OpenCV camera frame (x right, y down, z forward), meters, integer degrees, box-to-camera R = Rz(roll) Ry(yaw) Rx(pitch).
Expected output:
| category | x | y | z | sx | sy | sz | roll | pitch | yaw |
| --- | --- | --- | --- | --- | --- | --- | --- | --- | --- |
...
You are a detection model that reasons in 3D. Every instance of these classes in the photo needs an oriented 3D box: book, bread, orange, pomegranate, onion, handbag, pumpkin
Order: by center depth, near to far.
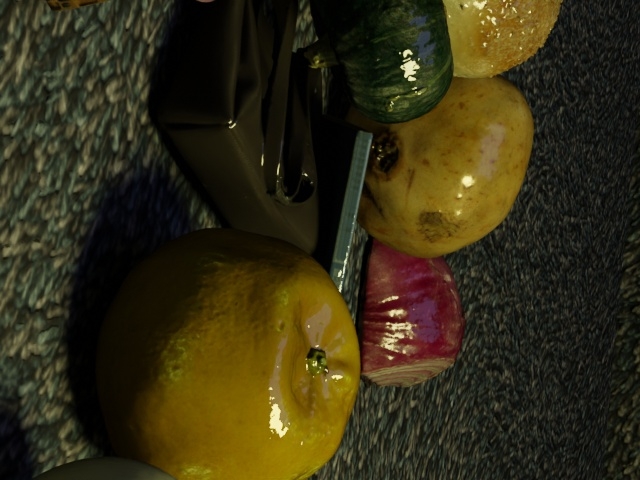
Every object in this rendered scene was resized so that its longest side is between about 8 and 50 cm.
| category | x | y | z | sx | sy | sz | roll | pitch | yaw |
| --- | --- | --- | --- | --- | --- | --- | --- | --- | --- |
| orange | -0.086 | 0.124 | 1.785 | 0.279 | 0.235 | 0.279 | -4 | 90 | -66 |
| pumpkin | 0.058 | -0.218 | 1.937 | 0.211 | 0.152 | 0.211 | -13 | 90 | -83 |
| handbag | -0.062 | -0.143 | 1.963 | 0.285 | 0.114 | 0.257 | 59 | 33 | -54 |
| book | 0.000 | 0.000 | 2.059 | 0.191 | 0.025 | 0.269 | -148 | -112 | -73 |
| bread | 0.193 | -0.325 | 2.111 | 0.305 | 0.159 | 0.305 | 4 | 90 | -74 |
| pomegranate | 0.140 | -0.107 | 2.272 | 0.260 | 0.260 | 0.260 | 5 | 90 | -68 |
| onion | 0.141 | 0.083 | 2.505 | 0.250 | 0.111 | 0.247 | 13 | 84 | -66 |

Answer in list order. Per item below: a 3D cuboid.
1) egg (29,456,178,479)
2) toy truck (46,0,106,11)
| category | x | y | z | sx | sy | sz | roll | pitch | yaw |
| --- | --- | --- | --- | --- | --- | --- | --- | --- | --- |
| egg | -0.188 | 0.335 | 1.516 | 0.283 | 0.283 | 0.345 | 69 | 28 | -48 |
| toy truck | -0.184 | -0.326 | 1.633 | 0.140 | 0.108 | 0.256 | 59 | 37 | -35 |
